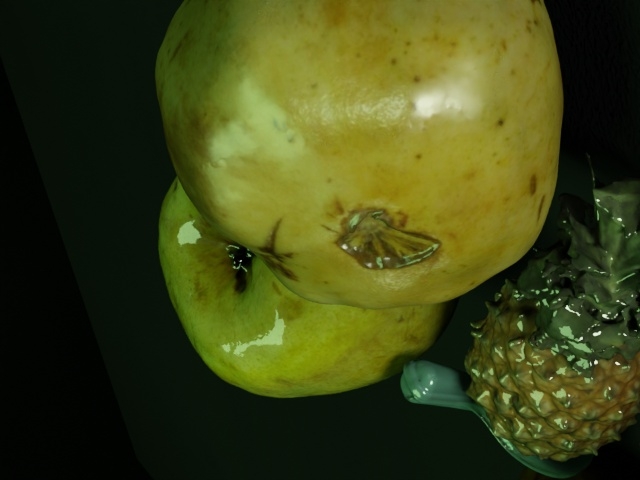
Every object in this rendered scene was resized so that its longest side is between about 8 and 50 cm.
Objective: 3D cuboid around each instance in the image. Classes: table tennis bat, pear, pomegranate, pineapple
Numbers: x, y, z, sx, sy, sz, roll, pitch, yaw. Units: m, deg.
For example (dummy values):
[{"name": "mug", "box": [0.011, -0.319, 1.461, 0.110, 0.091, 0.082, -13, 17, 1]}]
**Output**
[{"name": "table tennis bat", "box": [0.167, 0.145, 1.525, 0.040, 0.244, 0.153, -43, 51, 31]}, {"name": "pear", "box": [0.000, 0.000, 1.583, 0.304, 0.304, 0.304, 49, 159, 27]}, {"name": "pomegranate", "box": [0.040, -0.111, 1.287, 0.332, 0.332, 0.332, 49, 159, 27]}, {"name": "pineapple", "box": [0.215, 0.055, 1.326, 0.169, 0.169, 0.340, 52, 159, 18]}]

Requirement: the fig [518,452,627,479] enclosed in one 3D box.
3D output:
[{"name": "fig", "box": [0.239, 0.261, 1.618, 0.145, 0.170, 0.274, 38, -154, -36]}]
